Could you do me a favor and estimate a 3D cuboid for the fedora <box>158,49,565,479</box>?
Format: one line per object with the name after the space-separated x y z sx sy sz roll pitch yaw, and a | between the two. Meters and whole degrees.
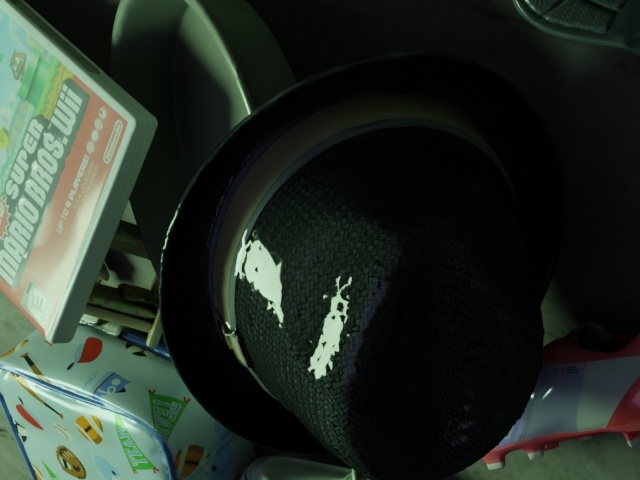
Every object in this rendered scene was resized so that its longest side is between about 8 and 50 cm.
0.055 0.046 1.287 0.152 0.334 0.334 -123 27 -47 | fedora

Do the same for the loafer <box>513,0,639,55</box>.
0.250 -0.135 1.182 0.267 0.084 0.096 22 100 24 | loafer

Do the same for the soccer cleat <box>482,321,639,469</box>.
0.175 0.108 1.417 0.248 0.083 0.095 -15 90 47 | soccer cleat

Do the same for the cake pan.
-0.077 -0.059 1.445 0.293 0.054 0.293 44 142 49 | cake pan

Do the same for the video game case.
-0.251 -0.078 1.570 0.285 0.025 0.204 41 118 37 | video game case

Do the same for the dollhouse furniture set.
-0.155 0.017 1.662 0.182 0.161 0.101 17 100 -18 | dollhouse furniture set

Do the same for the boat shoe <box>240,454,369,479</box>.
0.052 0.220 1.599 0.258 0.095 0.084 18 126 18 | boat shoe

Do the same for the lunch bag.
-0.168 0.197 1.732 0.243 0.115 0.303 19 138 33 | lunch bag
